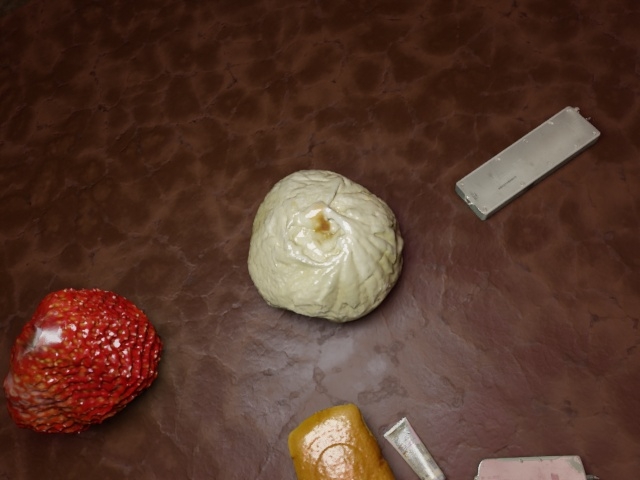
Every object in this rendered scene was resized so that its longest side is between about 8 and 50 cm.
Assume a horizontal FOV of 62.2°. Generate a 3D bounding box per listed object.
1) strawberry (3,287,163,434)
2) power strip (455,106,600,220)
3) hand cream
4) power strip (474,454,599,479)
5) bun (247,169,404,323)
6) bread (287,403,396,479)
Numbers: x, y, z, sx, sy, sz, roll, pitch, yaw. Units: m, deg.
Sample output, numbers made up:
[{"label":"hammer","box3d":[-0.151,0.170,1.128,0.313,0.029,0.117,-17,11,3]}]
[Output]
[{"label":"strawberry","box3d":[-0.489,0.242,1.077,0.267,0.351,0.312,22,69,9]},{"label":"power strip","box3d":[0.484,-0.184,1.232,0.367,0.043,0.106,-34,68,-4]},{"label":"hand cream","box3d":[0.190,0.429,1.059,0.061,0.039,0.143,-40,59,1]},{"label":"power strip","box3d":[0.409,0.454,1.010,0.227,0.029,0.079,-5,67,8]},{"label":"bun","box3d":[0.000,0.000,1.148,0.349,0.227,0.352,-13,66,7]},{"label":"bread","box3d":[0.047,0.450,1.027,0.174,0.121,0.245,-26,65,1]}]
